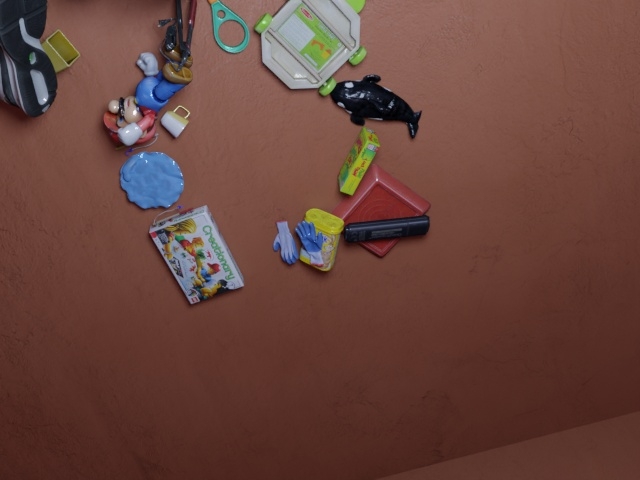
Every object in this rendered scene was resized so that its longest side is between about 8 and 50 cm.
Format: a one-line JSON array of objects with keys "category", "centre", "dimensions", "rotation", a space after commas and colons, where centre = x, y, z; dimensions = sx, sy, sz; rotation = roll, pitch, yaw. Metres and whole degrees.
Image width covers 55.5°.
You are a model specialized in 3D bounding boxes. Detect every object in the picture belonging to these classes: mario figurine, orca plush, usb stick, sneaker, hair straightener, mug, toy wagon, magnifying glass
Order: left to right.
[{"category": "sneaker", "centre": [-0.788, -0.514, 1.422], "dimensions": [0.257, 0.169, 0.448], "rotation": [22, 136, 6]}, {"category": "mario figurine", "centre": [-0.477, -0.377, 1.597], "dimensions": [0.170, 0.198, 0.320], "rotation": [46, 123, -8]}, {"category": "mug", "centre": [-0.413, -0.339, 1.724], "dimensions": [0.064, 0.078, 0.062], "rotation": [36, 144, -16]}, {"category": "hair straightener", "centre": [-0.362, -0.523, 1.525], "dimensions": [0.088, 0.231, 0.047], "rotation": [2, 160, -6]}, {"category": "magnifying glass", "centre": [-0.264, -0.601, 1.591], "dimensions": [0.092, 0.026, 0.231], "rotation": [-24, 121, 8]}, {"category": "toy wagon", "centre": [0.004, -0.566, 1.624], "dimensions": [0.344, 0.068, 0.267], "rotation": [-42, 118, 17]}, {"category": "orca plush", "centre": [0.167, -0.370, 1.745], "dimensions": [0.287, 0.102, 0.151], "rotation": [30, 114, -23]}, {"category": "usb stick", "centre": [0.212, -0.036, 1.931], "dimensions": [0.277, 0.045, 0.077], "rotation": [-6, 138, -8]}]

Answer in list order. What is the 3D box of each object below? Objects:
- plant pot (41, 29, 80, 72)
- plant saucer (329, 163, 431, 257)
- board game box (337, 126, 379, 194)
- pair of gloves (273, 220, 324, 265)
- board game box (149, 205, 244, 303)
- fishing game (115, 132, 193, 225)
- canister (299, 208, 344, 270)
[{"category": "plant pot", "centre": [-0.695, -0.481, 1.580], "dimensions": [0.083, 0.082, 0.081], "rotation": [-23, 123, 22]}, {"category": "plant saucer", "centre": [0.188, -0.078, 1.963], "dimensions": [0.259, 0.048, 0.258], "rotation": [32, 112, -23]}, {"category": "board game box", "centre": [0.111, -0.236, 1.817], "dimensions": [0.043, 0.092, 0.181], "rotation": [18, 123, -17]}, {"category": "pair of gloves", "centre": [-0.074, 0.008, 1.940], "dimensions": [0.198, 0.023, 0.159], "rotation": [2, 116, 32]}, {"category": "board game box", "centre": [-0.393, 0.051, 1.962], "dimensions": [0.192, 0.053, 0.305], "rotation": [-20, 122, 5]}, {"category": "fishing game", "centre": [-0.501, -0.179, 1.815], "dimensions": [0.189, 0.041, 0.264], "rotation": [-22, 114, 6]}, {"category": "canister", "centre": [0.000, 0.000, 1.949], "dimensions": [0.126, 0.073, 0.170], "rotation": [24, 125, 19]}]
